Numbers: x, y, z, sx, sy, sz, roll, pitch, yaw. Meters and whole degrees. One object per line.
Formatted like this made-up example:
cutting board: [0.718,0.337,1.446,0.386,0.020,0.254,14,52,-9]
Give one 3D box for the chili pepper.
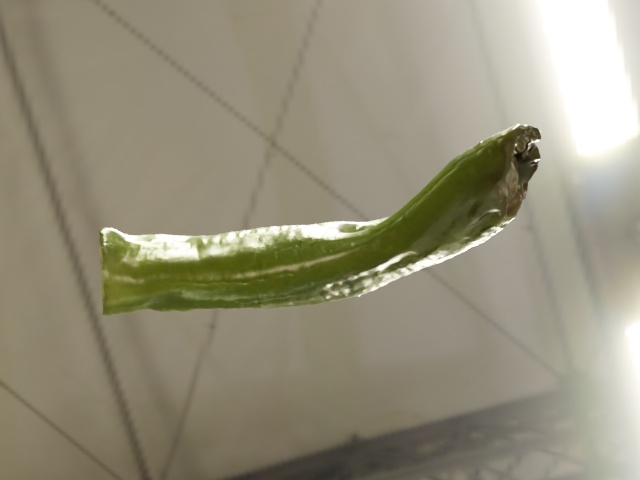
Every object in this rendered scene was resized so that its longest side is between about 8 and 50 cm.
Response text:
chili pepper: [0.000,0.000,0.829,0.201,0.052,0.050,-13,-103,10]
